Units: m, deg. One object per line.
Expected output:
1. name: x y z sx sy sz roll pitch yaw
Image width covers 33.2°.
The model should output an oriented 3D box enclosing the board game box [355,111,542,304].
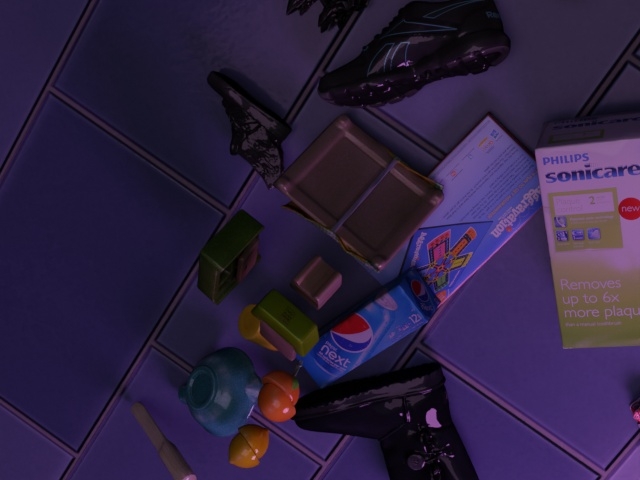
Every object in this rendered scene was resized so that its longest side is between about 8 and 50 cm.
1. board game box: 0.187 -0.029 1.498 0.145 0.027 0.281 44 109 1

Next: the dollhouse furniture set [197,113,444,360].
1. dollhouse furniture set: 0.000 0.000 1.493 0.197 0.151 0.301 40 72 9

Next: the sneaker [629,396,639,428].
1. sneaker: 0.458 0.268 1.501 0.067 0.042 0.119 14 99 6

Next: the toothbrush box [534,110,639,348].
1. toothbrush box: 0.399 -0.014 1.373 0.206 0.122 0.283 -4 111 20

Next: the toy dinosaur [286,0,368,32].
1. toy dinosaur: -0.022 -0.403 1.395 0.322 0.164 0.218 -31 79 40

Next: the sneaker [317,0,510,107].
1. sneaker: 0.118 -0.253 1.435 0.267 0.101 0.106 -16 78 18

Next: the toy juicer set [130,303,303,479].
1. toy juicer set: -0.137 0.255 1.585 0.329 0.089 0.209 -41 54 27

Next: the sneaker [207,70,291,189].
1. sneaker: -0.109 -0.157 1.523 0.170 0.051 0.089 37 105 -2

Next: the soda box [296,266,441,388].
1. soda box: 0.066 0.125 1.524 0.210 0.071 0.067 -37 94 30

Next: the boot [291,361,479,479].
1. boot: 0.092 0.305 1.571 0.246 0.094 0.207 -15 97 10
